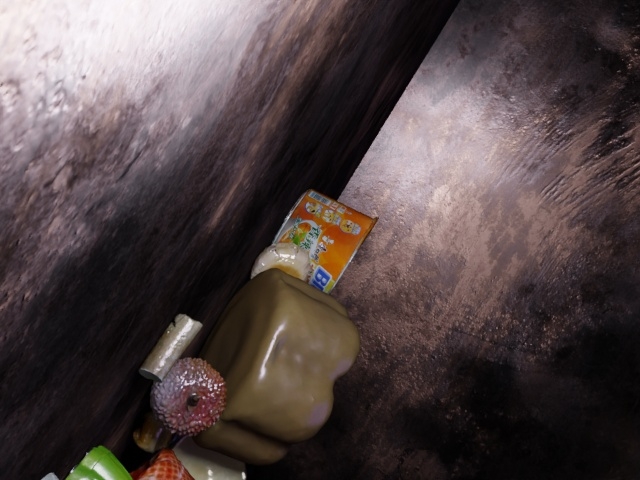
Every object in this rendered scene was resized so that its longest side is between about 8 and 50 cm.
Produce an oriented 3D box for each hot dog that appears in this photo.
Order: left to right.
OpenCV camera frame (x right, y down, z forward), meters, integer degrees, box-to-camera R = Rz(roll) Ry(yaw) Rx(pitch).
[{"bbox_3d":[-0.386,0.440,1.760,0.084,0.073,0.242,-61,175,-9],"label":"hot dog"}]

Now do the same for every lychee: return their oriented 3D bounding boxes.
[{"bbox_3d":[-0.275,0.327,1.571,0.165,0.165,0.197,-57,-164,-6],"label":"lychee"}]

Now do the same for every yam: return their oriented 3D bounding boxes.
[{"bbox_3d":[-0.268,0.190,1.349,0.132,0.054,0.054,-56,176,-23],"label":"yam"}]

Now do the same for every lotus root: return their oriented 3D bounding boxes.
[{"bbox_3d":[-0.389,0.489,1.361,0.186,0.186,0.186,-57,177,-5],"label":"lotus root"}]

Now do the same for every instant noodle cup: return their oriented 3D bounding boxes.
[{"bbox_3d":[0.000,0.000,2.128,0.296,0.214,0.296,-57,176,-6],"label":"instant noodle cup"}]

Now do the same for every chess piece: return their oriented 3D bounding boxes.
[{"bbox_3d":[-0.379,0.646,1.993,0.442,0.234,0.234,-36,-164,54],"label":"chess piece"}]

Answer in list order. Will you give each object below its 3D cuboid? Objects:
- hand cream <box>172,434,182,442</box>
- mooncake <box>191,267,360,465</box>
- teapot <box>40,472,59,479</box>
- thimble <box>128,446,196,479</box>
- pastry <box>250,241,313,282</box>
[{"bbox_3d":[-0.441,0.552,2.224,0.124,0.077,0.341,-57,169,-7],"label":"hand cream"},{"bbox_3d":[-0.123,0.307,1.813,0.467,0.262,0.467,-47,-158,25],"label":"mooncake"},{"bbox_3d":[-0.354,0.460,1.127,0.171,0.225,0.203,-59,176,-22],"label":"teapot"},{"bbox_3d":[-0.384,0.627,1.580,0.350,0.231,0.350,-37,-179,1],"label":"thimble"},{"bbox_3d":[-0.103,0.077,1.972,0.166,0.165,0.088,-59,-157,24],"label":"pastry"}]
